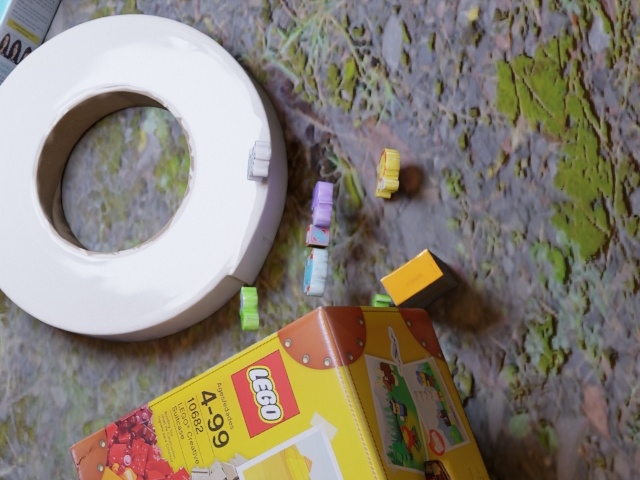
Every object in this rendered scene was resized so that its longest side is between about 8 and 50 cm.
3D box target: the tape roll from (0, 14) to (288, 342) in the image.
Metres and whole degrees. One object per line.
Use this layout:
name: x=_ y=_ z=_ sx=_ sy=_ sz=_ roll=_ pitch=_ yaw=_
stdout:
tape roll: x=-0.229 y=-0.073 z=1.816 sx=0.392 sy=0.072 sz=0.392 roll=-4 pitch=77 yaw=16

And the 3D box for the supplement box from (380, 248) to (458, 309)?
supplement box: x=0.108 y=0.045 z=1.673 sx=0.062 sy=0.098 sz=0.036 roll=-34 pitch=75 yaw=6

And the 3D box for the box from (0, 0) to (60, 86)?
box: x=-0.393 y=-0.247 z=1.885 sx=0.060 sy=0.100 sz=0.244 roll=21 pitch=85 yaw=20

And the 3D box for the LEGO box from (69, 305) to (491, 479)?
LEGO box: x=0.001 y=0.367 z=1.528 sx=0.372 sy=0.193 sz=0.500 roll=-31 pitch=70 yaw=32

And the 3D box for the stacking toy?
stacking toy: x=0.000 y=0.000 z=1.702 sx=0.167 sy=0.052 sz=0.221 roll=6 pitch=80 yaw=-12
